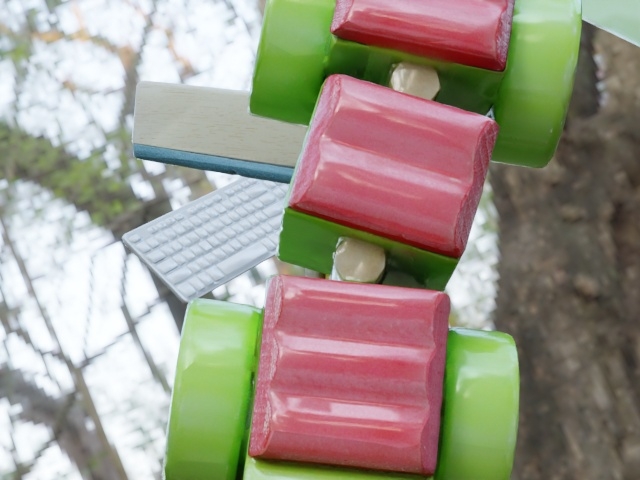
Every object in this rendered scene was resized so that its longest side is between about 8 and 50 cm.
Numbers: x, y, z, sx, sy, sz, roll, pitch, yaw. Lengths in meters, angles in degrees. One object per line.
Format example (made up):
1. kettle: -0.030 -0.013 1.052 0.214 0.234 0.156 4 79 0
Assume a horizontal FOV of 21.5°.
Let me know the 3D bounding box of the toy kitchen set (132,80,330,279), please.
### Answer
1. toy kitchen set: 0.000 0.000 0.967 0.122 0.166 0.207 10 7 36

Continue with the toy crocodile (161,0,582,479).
1. toy crocodile: 0.019 -0.007 0.563 0.115 0.340 0.105 11 -15 0

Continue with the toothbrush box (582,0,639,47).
1. toothbrush box: 0.250 -0.207 0.993 0.122 0.206 0.283 13 13 -15

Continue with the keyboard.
1. keyboard: -0.055 -0.016 1.326 0.256 0.072 0.014 -30 -25 -53
